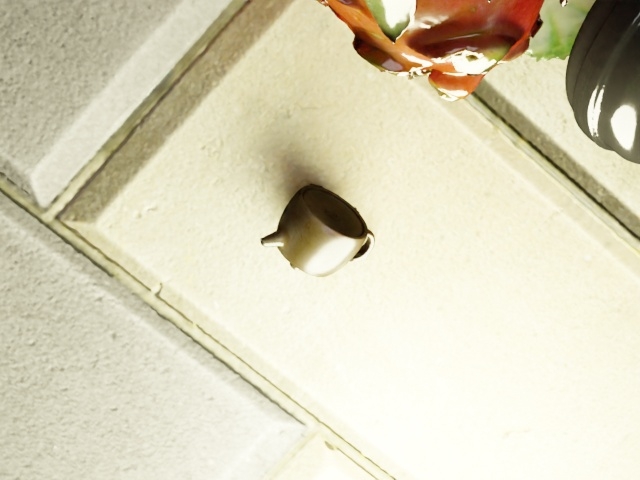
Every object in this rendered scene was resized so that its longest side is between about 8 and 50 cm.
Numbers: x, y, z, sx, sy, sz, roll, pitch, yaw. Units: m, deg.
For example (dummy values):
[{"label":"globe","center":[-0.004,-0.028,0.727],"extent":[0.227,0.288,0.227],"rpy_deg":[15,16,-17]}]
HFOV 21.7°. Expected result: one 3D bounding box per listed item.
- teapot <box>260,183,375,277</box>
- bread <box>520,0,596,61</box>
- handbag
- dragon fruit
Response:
[{"label":"teapot","center":[0.000,0.000,1.503],"extent":[0.121,0.076,0.068],"rpy_deg":[12,124,-41]},{"label":"bread","center":[0.186,-0.332,1.357],"extent":[0.382,0.129,0.366],"rpy_deg":[-7,115,-3]},{"label":"handbag","center":[0.331,-0.177,1.360],"extent":[0.308,0.093,0.253],"rpy_deg":[-18,145,-40]},{"label":"dragon fruit","center":[0.081,-0.219,1.207],"extent":[0.224,0.224,0.227],"rpy_deg":[-34,119,8]}]
